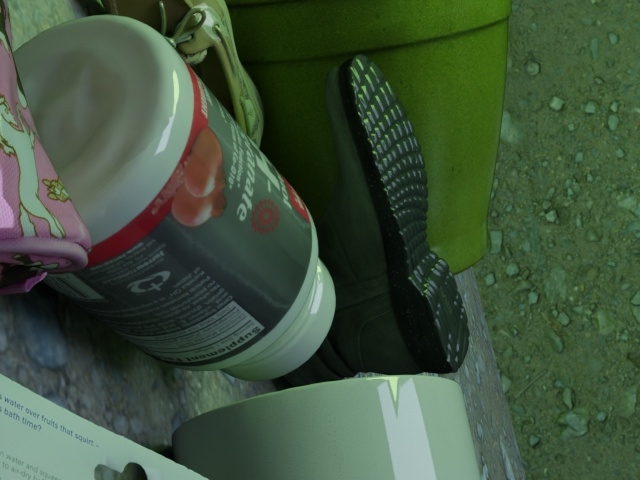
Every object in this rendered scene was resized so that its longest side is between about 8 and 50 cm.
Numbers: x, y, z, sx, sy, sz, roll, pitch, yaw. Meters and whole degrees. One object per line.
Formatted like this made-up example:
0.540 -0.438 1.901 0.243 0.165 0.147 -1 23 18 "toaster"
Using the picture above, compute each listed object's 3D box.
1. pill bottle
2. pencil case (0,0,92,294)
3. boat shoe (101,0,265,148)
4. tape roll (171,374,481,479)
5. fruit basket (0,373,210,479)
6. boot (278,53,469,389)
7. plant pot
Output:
-0.107 -0.007 0.794 0.318 0.176 0.176 49 30 -54 "pill bottle"
-0.235 -0.154 0.562 0.160 0.167 0.386 -9 81 -38 "pencil case"
-0.123 -0.163 1.013 0.285 0.104 0.089 55 22 -48 "boat shoe"
0.011 0.221 0.841 0.246 0.246 0.169 37 40 -63 "tape roll"
-0.113 0.266 0.518 0.327 0.165 0.353 40 33 -41 "fruit basket"
0.000 0.000 1.062 0.118 0.222 0.338 -35 112 -60 "boot"
0.062 -0.139 1.243 0.366 0.366 0.353 -59 142 -68 "plant pot"
